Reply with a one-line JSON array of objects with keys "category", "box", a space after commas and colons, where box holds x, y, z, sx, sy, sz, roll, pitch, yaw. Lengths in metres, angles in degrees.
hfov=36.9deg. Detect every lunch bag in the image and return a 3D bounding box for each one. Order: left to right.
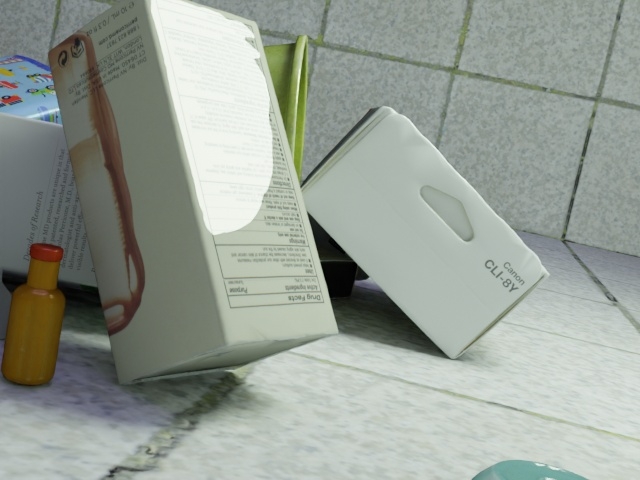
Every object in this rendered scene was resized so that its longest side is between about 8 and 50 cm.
[{"category": "lunch bag", "box": [-0.494, -0.201, 1.429, 0.221, 0.138, 0.293, -25, 50, -39]}]

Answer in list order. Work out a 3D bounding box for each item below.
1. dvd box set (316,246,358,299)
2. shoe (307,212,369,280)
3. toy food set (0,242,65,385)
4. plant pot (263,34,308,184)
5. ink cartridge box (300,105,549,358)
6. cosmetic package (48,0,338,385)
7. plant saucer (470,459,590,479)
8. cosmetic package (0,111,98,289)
[{"category": "dvd box set", "box": [-0.201, 0.002, 1.340, 0.420, 0.062, 0.307, 17, 9, 33]}, {"category": "shoe", "box": [0.000, 0.000, 1.446, 0.178, 0.063, 0.081, 41, -20, -8]}, {"category": "toy food set", "box": [-0.295, 0.031, 0.774, 0.111, 0.104, 0.232, 6, 9, -39]}, {"category": "plant pot", "box": [-0.151, -0.126, 1.198, 0.254, 0.276, 0.276, 4, 7, 0]}, {"category": "ink cartridge box", "box": [0.119, -0.030, 1.274, 0.279, 0.160, 0.385, 45, 6, -4]}, {"category": "cosmetic package", "box": [-0.109, -0.041, 0.811, 0.129, 0.296, 0.153, -23, -16, 33]}, {"category": "plant saucer", "box": [0.165, 0.184, 0.686, 0.119, 0.021, 0.119, 11, 7, -1]}, {"category": "cosmetic package", "box": [-0.309, -0.040, 0.971, 0.365, 0.155, 0.197, 10, -6, -9]}]
